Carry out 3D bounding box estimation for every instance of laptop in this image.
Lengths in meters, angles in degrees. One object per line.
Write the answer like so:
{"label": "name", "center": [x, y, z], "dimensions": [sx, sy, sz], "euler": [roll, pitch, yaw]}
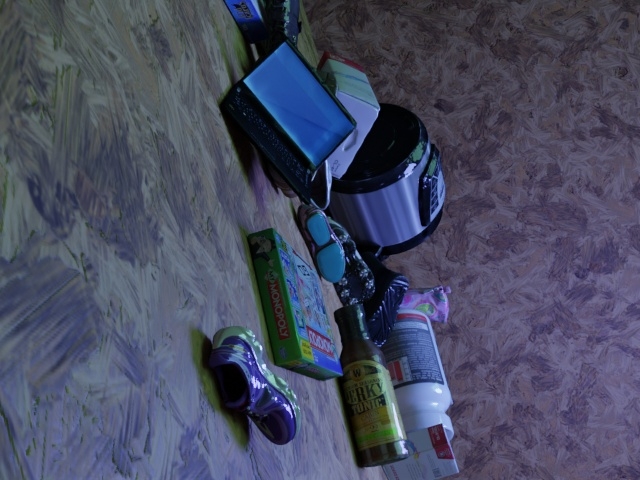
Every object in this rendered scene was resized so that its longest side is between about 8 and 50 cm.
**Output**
{"label": "laptop", "center": [-0.046, -0.229, 1.356], "dimensions": [0.234, 0.136, 0.264], "euler": [48, 15, -17]}

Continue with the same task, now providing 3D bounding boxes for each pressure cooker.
{"label": "pressure cooker", "center": [0.188, -0.164, 2.237], "dimensions": [0.375, 0.370, 0.420], "euler": [58, -6, 45]}

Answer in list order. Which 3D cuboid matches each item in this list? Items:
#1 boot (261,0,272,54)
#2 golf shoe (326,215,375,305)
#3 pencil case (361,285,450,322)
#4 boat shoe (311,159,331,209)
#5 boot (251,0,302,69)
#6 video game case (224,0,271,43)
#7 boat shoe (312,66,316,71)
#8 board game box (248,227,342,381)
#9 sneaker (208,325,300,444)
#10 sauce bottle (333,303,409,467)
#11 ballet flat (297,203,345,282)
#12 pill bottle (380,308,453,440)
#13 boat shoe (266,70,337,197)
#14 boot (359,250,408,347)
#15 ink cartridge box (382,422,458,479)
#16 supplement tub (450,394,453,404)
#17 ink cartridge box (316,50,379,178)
{"label": "boot", "center": [-0.130, -0.563, 1.925], "dimensions": [0.269, 0.089, 0.236], "euler": [-68, 144, -81]}
{"label": "golf shoe", "center": [0.069, 0.055, 1.930], "dimensions": [0.120, 0.105, 0.273], "euler": [-108, 177, -57]}
{"label": "pencil case", "center": [0.249, 0.193, 2.202], "dimensions": [0.124, 0.284, 0.124], "euler": [-2, 90, -87]}
{"label": "boat shoe", "center": [-0.036, -0.217, 1.723], "dimensions": [0.103, 0.118, 0.320], "euler": [-104, 180, -49]}
{"label": "boot", "center": [-0.096, -0.468, 1.644], "dimensions": [0.263, 0.091, 0.229], "euler": [-20, 110, -77]}
{"label": "video game case", "center": [-0.196, -0.617, 1.626], "dimensions": [0.269, 0.061, 0.244], "euler": [53, 23, -68]}
{"label": "boat shoe", "center": [-0.059, -0.359, 1.866], "dimensions": [0.306, 0.113, 0.105], "euler": [-88, 166, -59]}
{"label": "board game box", "center": [-0.037, 0.123, 1.255], "dimensions": [0.317, 0.046, 0.213], "euler": [50, 24, -71]}
{"label": "sneaker", "center": [-0.083, 0.178, 0.830], "dimensions": [0.170, 0.068, 0.071], "euler": [60, 28, -26]}
{"label": "sauce bottle", "center": [0.099, 0.310, 1.578], "dimensions": [0.111, 0.111, 0.344], "euler": [53, 20, -68]}
{"label": "ballet flat", "center": [0.000, 0.000, 1.702], "dimensions": [0.079, 0.077, 0.221], "euler": [52, -11, 51]}
{"label": "pill bottle", "center": [0.247, 0.393, 2.049], "dimensions": [0.210, 0.210, 0.363], "euler": [63, 13, -51]}
{"label": "boat shoe", "center": [-0.039, -0.232, 1.564], "dimensions": [0.116, 0.123, 0.324], "euler": [85, 22, -56]}
{"label": "boot", "center": [0.132, 0.169, 2.055], "dimensions": [0.094, 0.246, 0.207], "euler": [20, 7, -32]}
{"label": "ink cartridge box", "center": [0.249, 0.553, 1.856], "dimensions": [0.072, 0.175, 0.127], "euler": [-100, 171, -54]}
{"label": "supplement tub", "center": [0.295, 0.470, 2.241], "dimensions": [0.144, 0.199, 0.144], "euler": [-17, 90, -82]}
{"label": "ink cartridge box", "center": [0.034, -0.346, 1.967], "dimensions": [0.226, 0.131, 0.306], "euler": [-61, -161, 26]}
